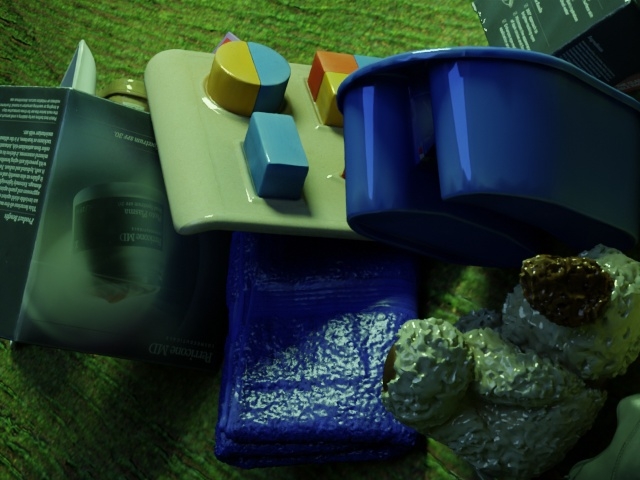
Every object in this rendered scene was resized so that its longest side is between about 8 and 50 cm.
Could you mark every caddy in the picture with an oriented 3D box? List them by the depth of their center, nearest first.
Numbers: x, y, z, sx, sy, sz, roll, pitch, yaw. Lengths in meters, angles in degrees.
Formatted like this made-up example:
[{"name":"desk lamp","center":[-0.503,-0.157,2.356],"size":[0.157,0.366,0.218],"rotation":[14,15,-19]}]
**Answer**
[{"name":"caddy","center":[0.168,-0.090,1.240],"size":[0.241,0.341,0.179],"rotation":[-11,72,40]}]

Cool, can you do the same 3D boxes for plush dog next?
[{"name":"plush dog","center":[0.209,0.103,1.157],"size":[0.210,0.262,0.225],"rotation":[42,106,19]}]

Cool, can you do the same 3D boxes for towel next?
[{"name":"towel","center":[-0.002,0.092,1.403],"size":[0.228,0.076,0.308],"rotation":[-7,54,13]}]

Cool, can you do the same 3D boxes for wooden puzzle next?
[{"name":"wooden puzzle","center":[-0.008,-0.126,1.460],"size":[0.322,0.348,0.080],"rotation":[-108,25,-46]}]

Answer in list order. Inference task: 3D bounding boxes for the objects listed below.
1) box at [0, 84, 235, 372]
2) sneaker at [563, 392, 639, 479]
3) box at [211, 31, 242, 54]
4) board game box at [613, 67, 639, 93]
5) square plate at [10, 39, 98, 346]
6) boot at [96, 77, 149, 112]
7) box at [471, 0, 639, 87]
[{"name":"box","center":[-0.255,-0.009,1.566],"size":[0.183,0.296,0.293],"rotation":[9,86,48]},{"name":"sneaker","center":[0.237,0.247,1.032],"size":[0.286,0.109,0.130],"rotation":[-65,31,25]},{"name":"box","center":[-0.113,-0.152,1.775],"size":[0.201,0.057,0.293],"rotation":[-51,38,5]},{"name":"board game box","center":[0.345,-0.227,1.396],"size":[0.281,0.027,0.145],"rotation":[-14,54,39]},{"name":"square plate","center":[-0.381,-0.057,1.860],"size":[0.347,0.049,0.344],"rotation":[132,144,-58]},{"name":"boot","center":[-0.327,-0.089,1.913],"size":[0.236,0.089,0.269],"rotation":[157,125,-71]},{"name":"box","center":[0.265,-0.231,1.381],"size":[0.158,0.093,0.156],"rotation":[-35,42,24]}]
